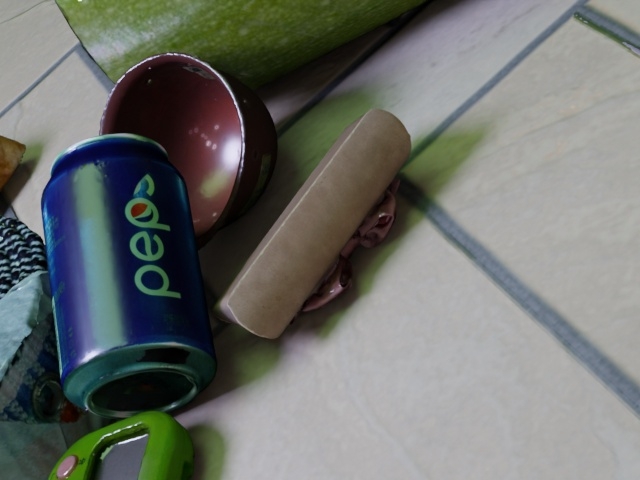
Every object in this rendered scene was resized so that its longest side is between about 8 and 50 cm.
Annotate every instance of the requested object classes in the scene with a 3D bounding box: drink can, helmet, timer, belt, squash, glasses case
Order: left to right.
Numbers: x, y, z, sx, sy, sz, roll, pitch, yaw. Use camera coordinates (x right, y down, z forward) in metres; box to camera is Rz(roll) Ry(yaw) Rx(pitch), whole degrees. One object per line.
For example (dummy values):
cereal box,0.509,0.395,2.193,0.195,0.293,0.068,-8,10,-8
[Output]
belt,-0.277,0.105,1.336,0.207,0.150,0.257,-21,38,13
timer,-0.149,0.191,1.192,0.128,0.047,0.140,-23,37,30
drink can,-0.148,0.026,1.265,0.118,0.118,0.204,-25,60,24
helmet,-0.098,-0.065,1.381,0.155,0.106,0.175,26,104,31
squash,-0.017,-0.290,1.422,0.384,0.263,0.263,-25,36,23
glasses case,0.000,0.000,1.256,0.193,0.070,0.102,-54,7,-14

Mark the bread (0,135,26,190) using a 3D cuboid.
bread,-0.416,-0.027,1.643,0.129,0.134,0.260,2,52,48
